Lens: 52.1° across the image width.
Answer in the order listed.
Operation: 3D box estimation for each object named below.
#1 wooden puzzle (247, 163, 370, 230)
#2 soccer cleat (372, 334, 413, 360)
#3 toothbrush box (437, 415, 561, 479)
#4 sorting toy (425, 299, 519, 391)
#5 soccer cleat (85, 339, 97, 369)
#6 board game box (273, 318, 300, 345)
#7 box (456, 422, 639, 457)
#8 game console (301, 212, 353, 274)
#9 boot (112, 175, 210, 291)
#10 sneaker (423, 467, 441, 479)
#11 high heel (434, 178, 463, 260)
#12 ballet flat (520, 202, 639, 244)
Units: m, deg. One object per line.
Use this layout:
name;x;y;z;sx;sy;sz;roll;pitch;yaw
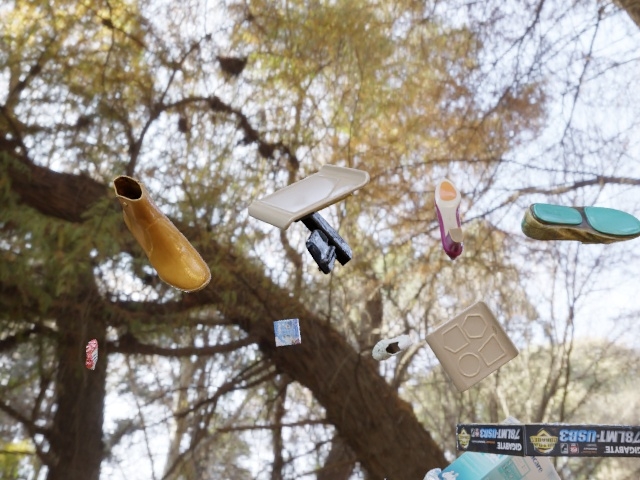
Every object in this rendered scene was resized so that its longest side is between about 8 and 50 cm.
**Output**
wooden puzzle;-0.029;-0.099;1.520;0.221;0.238;0.044;21;-42;59
soccer cleat;0.231;0.368;2.228;0.076;0.068;0.196;-21;-10;-42
toothbrush box;0.532;0.706;1.949;0.295;0.126;0.216;-36;-68;-10
sorting toy;0.435;0.302;1.891;0.208;0.193;0.038;-33;-5;-2
soccer cleat;-0.636;0.319;1.829;0.029;0.083;0.036;-5;-29;4
board game box;-0.122;0.338;2.407;0.090;0.090;0.020;-10;-9;12
box;0.497;0.438;1.449;0.295;0.073;0.293;5;-17;-15
game console;0.000;0.000;1.872;0.044;0.361;0.213;-42;-85;13
boot;-0.382;-0.019;1.530;0.295;0.104;0.211;36;-26;34
sneaker;0.424;0.838;2.096;0.237;0.086;0.085;55;-43;9
high heel;0.385;-0.064;1.967;0.082;0.244;0.117;-9;-31;-5
ballet flat;0.733;-0.038;1.866;0.348;0.123;0.123;6;-36;-10
